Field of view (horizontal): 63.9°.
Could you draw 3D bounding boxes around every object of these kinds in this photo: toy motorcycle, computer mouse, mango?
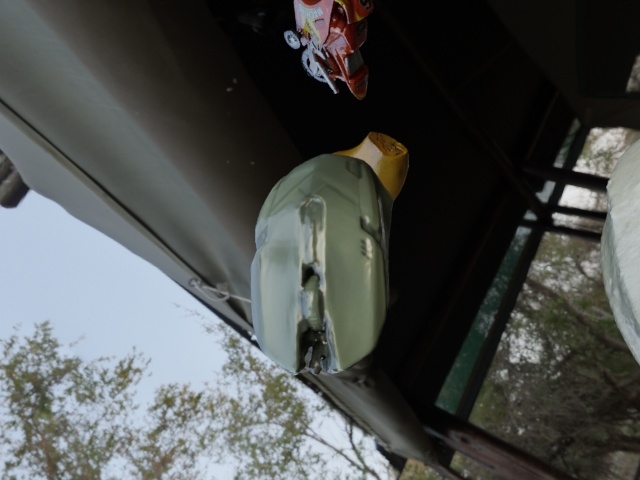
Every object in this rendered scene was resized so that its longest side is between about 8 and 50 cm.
[{"bbox_3d":[0.022,-0.401,0.956,0.089,0.171,0.298,-57,-20,-25],"label":"toy motorcycle"},{"bbox_3d":[-0.001,0.000,0.834,0.145,0.228,0.428,63,-155,-52],"label":"computer mouse"},{"bbox_3d":[0.073,-0.125,1.217,0.144,0.359,0.186,-33,-81,-41],"label":"mango"}]

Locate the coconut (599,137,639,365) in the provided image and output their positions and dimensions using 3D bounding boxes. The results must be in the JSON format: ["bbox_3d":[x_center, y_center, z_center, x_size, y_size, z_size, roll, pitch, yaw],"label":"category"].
[{"bbox_3d":[0.298,-0.005,0.249,0.237,0.237,0.266,-49,-5,-31],"label":"coconut"}]
